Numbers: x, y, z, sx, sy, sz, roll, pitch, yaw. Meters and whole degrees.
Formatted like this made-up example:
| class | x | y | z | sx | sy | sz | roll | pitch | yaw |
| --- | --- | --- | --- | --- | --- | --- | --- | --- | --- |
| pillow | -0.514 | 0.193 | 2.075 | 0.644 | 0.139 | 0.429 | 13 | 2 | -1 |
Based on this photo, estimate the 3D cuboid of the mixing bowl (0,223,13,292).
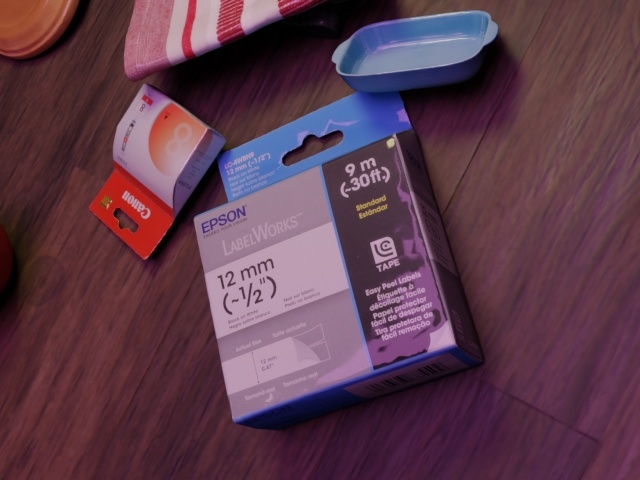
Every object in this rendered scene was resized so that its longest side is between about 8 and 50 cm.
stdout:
| class | x | y | z | sx | sy | sz | roll | pitch | yaw |
| --- | --- | --- | --- | --- | --- | --- | --- | --- | --- |
| mixing bowl | -0.470 | 0.026 | 1.277 | 0.181 | 0.098 | 0.182 | -7 | 74 | 23 |

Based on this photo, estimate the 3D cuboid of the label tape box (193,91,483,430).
| class | x | y | z | sx | sy | sz | roll | pitch | yaw |
| --- | --- | --- | --- | --- | --- | --- | --- | --- | --- |
| label tape box | 0.000 | 0.000 | 1.055 | 0.249 | 0.115 | 0.348 | -22 | 69 | 18 |

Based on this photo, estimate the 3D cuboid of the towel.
| class | x | y | z | sx | sy | sz | roll | pitch | yaw |
| --- | --- | --- | --- | --- | --- | --- | --- | --- | --- |
| towel | -0.092 | -0.336 | 1.195 | 0.329 | 0.037 | 0.237 | -18 | 51 | 20 |

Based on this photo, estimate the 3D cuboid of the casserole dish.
| class | x | y | z | sx | sy | sz | roll | pitch | yaw |
| --- | --- | --- | --- | --- | --- | --- | --- | --- | --- |
| casserole dish | 0.105 | -0.204 | 1.082 | 0.188 | 0.037 | 0.114 | -2 | 41 | 24 |

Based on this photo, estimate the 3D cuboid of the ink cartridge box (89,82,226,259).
| class | x | y | z | sx | sy | sz | roll | pitch | yaw |
| --- | --- | --- | --- | --- | --- | --- | --- | --- | --- |
| ink cartridge box | -0.216 | -0.088 | 1.210 | 0.145 | 0.045 | 0.179 | 37 | 92 | 37 |

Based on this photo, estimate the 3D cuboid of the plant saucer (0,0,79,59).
| class | x | y | z | sx | sy | sz | roll | pitch | yaw |
| --- | --- | --- | --- | --- | --- | --- | --- | --- | --- |
| plant saucer | -0.417 | -0.355 | 1.379 | 0.200 | 0.037 | 0.200 | -5 | 79 | 29 |

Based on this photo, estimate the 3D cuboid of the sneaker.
| class | x | y | z | sx | sy | sz | roll | pitch | yaw |
| --- | --- | --- | --- | --- | --- | --- | --- | --- | --- |
| sneaker | -0.020 | -0.295 | 1.184 | 0.170 | 0.051 | 0.089 | 12 | 81 | 23 |
